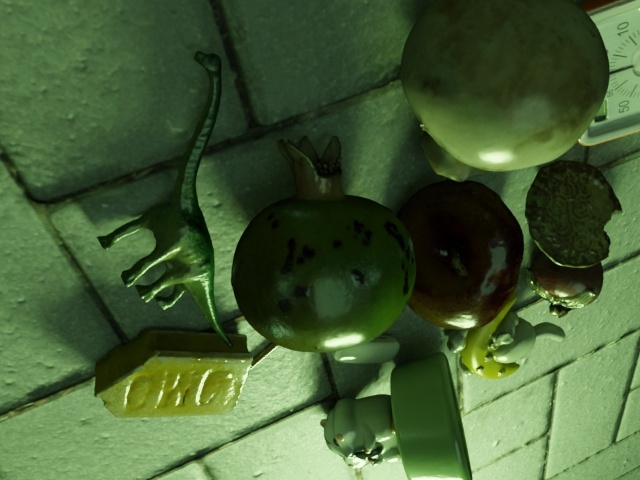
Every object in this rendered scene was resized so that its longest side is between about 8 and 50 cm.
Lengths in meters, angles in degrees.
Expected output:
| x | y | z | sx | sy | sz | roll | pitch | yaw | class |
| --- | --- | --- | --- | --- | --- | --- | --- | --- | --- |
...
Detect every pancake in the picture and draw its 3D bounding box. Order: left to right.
| x | y | z | sx | sy | sz | roll | pitch | yaw | class |
| --- | --- | --- | --- | --- | --- | --- | --- | --- | --- |
| 0.520 | -0.058 | 0.999 | 0.212 | 0.029 | 0.235 | 34 | 76 | -2 | pancake |

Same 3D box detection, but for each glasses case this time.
| x | y | z | sx | sy | sz | roll | pitch | yaw | class |
| --- | --- | --- | --- | --- | --- | --- | --- | --- | --- |
| 0.101 | 0.238 | 1.065 | 0.164 | 0.041 | 0.063 | 7 | 115 | -27 | glasses case |

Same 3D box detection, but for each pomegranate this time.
| x | y | z | sx | sy | sz | roll | pitch | yaw | class |
| --- | --- | --- | --- | --- | --- | --- | --- | --- | --- |
| 0.021 | 0.013 | 0.757 | 0.291 | 0.291 | 0.323 | 11 | 106 | -29 | pomegranate |

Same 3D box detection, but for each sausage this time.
| x | y | z | sx | sy | sz | roll | pitch | yaw | class |
| --- | --- | --- | --- | --- | --- | --- | --- | --- | --- |
| -0.118 | 0.234 | 0.984 | 0.100 | 0.015 | 0.015 | -40 | 127 | 4 | sausage |

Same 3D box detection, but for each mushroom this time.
| x | y | z | sx | sy | sz | roll | pitch | yaw | class |
| --- | --- | --- | --- | --- | --- | --- | --- | --- | --- |
| 0.249 | 0.033 | 0.922 | 0.267 | 0.267 | 0.254 | -39 | 161 | 3 | mushroom |
| 0.257 | -0.229 | 0.744 | 0.298 | 0.297 | 0.290 | -15 | 161 | -15 | mushroom |

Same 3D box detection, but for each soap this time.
| x | y | z | sx | sy | sz | roll | pitch | yaw | class |
| --- | --- | --- | --- | --- | --- | --- | --- | --- | --- |
| -0.269 | 0.244 | 0.884 | 0.258 | 0.080 | 0.160 | 8 | 116 | -28 | soap |

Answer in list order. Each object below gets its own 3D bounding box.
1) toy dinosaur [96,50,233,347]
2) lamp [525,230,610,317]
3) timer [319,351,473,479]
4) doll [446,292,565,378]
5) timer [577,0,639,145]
| x | y | z | sx | sy | sz | roll | pitch | yaw | class |
| --- | --- | --- | --- | --- | --- | --- | --- | --- | --- |
| -0.174 | -0.026 | 0.767 | 0.301 | 0.087 | 0.447 | -38 | 129 | -7 | toy dinosaur |
| 0.548 | 0.055 | 1.098 | 0.215 | 0.151 | 0.223 | 28 | 66 | -36 | lamp |
| 0.158 | 0.423 | 1.102 | 0.316 | 0.290 | 0.290 | -13 | 127 | 12 | timer |
| 0.437 | 0.237 | 1.174 | 0.252 | 0.111 | 0.237 | -42 | 111 | 7 | doll |
| 0.551 | -0.322 | 0.849 | 0.250 | 0.161 | 0.257 | -26 | 128 | 4 | timer |
